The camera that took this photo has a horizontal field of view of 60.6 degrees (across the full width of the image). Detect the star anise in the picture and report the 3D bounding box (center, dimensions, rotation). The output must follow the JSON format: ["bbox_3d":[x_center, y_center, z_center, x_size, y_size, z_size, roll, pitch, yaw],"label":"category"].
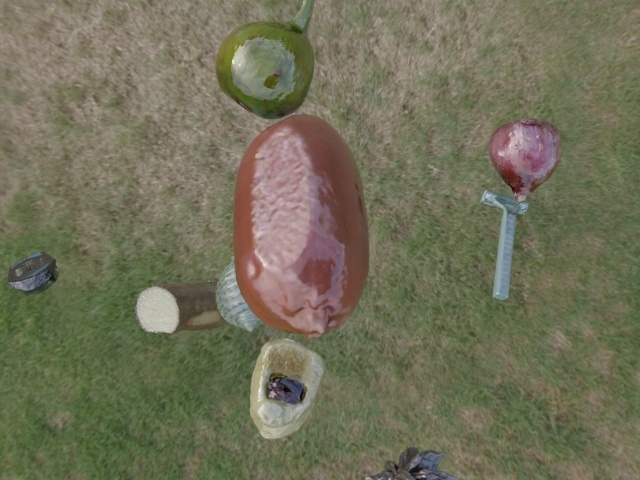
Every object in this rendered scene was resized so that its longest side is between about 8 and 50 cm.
[{"bbox_3d":[0.188,0.521,1.151,0.089,0.231,0.209,50,60,-18],"label":"star anise"}]

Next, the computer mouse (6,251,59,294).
[{"bbox_3d":[-0.478,0.058,0.916,0.079,0.135,0.047,-29,122,-25],"label":"computer mouse"}]

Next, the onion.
[{"bbox_3d":[0.459,-0.178,1.233,0.160,0.159,0.194,0,90,3],"label":"onion"}]

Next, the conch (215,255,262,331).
[{"bbox_3d":[-0.145,0.097,1.059,0.135,0.102,0.153,-23,88,30],"label":"conch"}]

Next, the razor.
[{"bbox_3d":[0.420,0.005,1.245,0.111,0.056,0.277,17,57,-3],"label":"razor"}]

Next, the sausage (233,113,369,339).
[{"bbox_3d":[-0.022,-0.019,0.563,0.148,0.148,0.254,-11,64,4],"label":"sausage"}]

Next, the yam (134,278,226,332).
[{"bbox_3d":[-0.312,0.158,1.321,0.129,0.238,0.128,34,105,25],"label":"yam"}]

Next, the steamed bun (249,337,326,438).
[{"bbox_3d":[-0.077,0.296,1.051,0.141,0.155,0.172,20,137,4],"label":"steamed bun"}]

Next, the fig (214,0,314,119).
[{"bbox_3d":[-0.055,-0.303,0.814,0.149,0.149,0.245,29,87,-1],"label":"fig"}]
